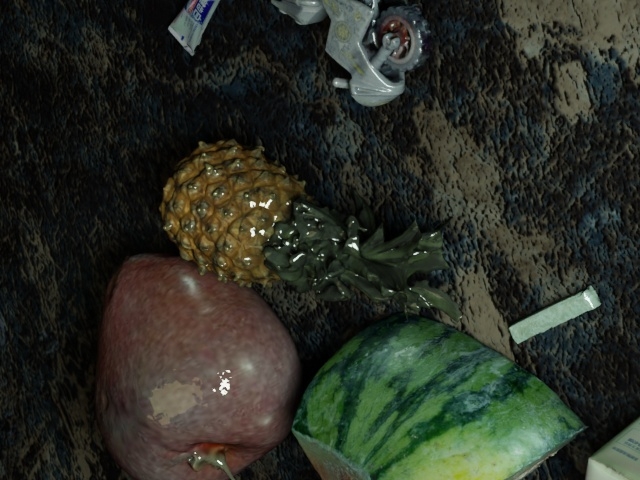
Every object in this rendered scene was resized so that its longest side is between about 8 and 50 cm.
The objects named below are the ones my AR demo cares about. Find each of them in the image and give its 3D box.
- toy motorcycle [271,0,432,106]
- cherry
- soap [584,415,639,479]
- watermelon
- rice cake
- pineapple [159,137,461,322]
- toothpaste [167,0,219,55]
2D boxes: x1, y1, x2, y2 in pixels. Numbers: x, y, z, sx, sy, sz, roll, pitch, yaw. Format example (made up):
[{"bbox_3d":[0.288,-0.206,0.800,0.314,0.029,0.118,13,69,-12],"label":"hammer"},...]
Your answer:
[{"bbox_3d":[0.030,-0.217,1.952,0.215,0.080,0.122,37,128,33],"label":"toy motorcycle"},{"bbox_3d":[-0.148,0.148,2.190,0.261,0.221,0.307,-43,64,37],"label":"cherry"},{"bbox_3d":[0.349,0.290,1.825,0.199,0.138,0.182,28,127,31],"label":"soap"},{"bbox_3d":[0.111,0.215,2.013,0.262,0.213,0.201,38,147,33],"label":"watermelon"},{"bbox_3d":[0.234,0.075,1.925,0.121,0.021,0.022,-31,90,49],"label":"rice cake"},{"bbox_3d":[0.001,0.001,2.019,0.364,0.165,0.165,19,121,35],"label":"pineapple"},{"bbox_3d":[-0.123,-0.270,2.107,0.045,0.028,0.170,46,136,9],"label":"toothpaste"}]
